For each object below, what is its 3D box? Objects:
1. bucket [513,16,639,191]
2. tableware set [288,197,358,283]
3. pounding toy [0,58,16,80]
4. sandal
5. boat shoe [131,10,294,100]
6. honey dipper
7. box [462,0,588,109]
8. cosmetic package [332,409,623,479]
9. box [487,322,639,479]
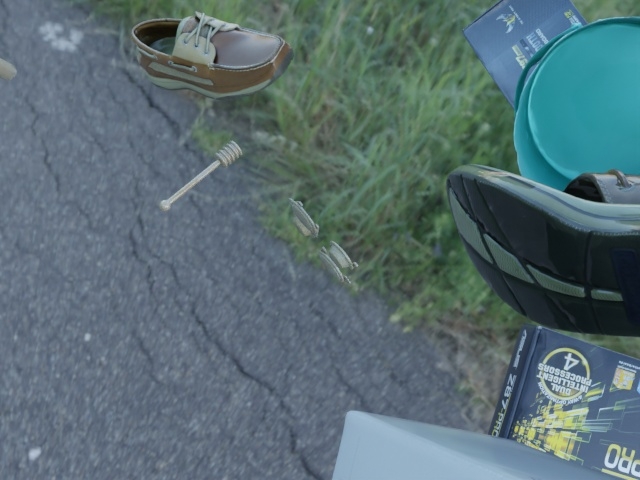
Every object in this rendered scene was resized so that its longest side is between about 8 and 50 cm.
[{"bbox_3d":[0.383,-0.157,1.224,0.281,0.281,0.183,33,21,2],"label":"bucket"},{"bbox_3d":[0.000,0.000,1.508,0.020,0.141,0.169,-38,91,-11],"label":"tableware set"},{"bbox_3d":[-0.324,-0.063,0.793,0.110,0.183,0.237,27,84,16],"label":"pounding toy"},{"bbox_3d":[0.216,0.005,0.657,0.303,0.120,0.086,15,43,43],"label":"sandal"},{"bbox_3d":[-0.199,-0.318,1.592,0.324,0.120,0.122,7,58,35],"label":"boat shoe"},{"bbox_3d":[-0.195,-0.101,1.510,0.160,0.030,0.030,-40,77,-15],"label":"honey dipper"},{"bbox_3d":[0.380,-0.337,1.656,0.059,0.183,0.233,27,32,-53],"label":"box"},{"bbox_3d":[0.138,0.249,0.523,0.161,0.453,0.230,15,84,-18],"label":"cosmetic package"},{"bbox_3d":[0.495,0.352,1.642,0.395,0.097,0.318,19,88,-7],"label":"box"}]
